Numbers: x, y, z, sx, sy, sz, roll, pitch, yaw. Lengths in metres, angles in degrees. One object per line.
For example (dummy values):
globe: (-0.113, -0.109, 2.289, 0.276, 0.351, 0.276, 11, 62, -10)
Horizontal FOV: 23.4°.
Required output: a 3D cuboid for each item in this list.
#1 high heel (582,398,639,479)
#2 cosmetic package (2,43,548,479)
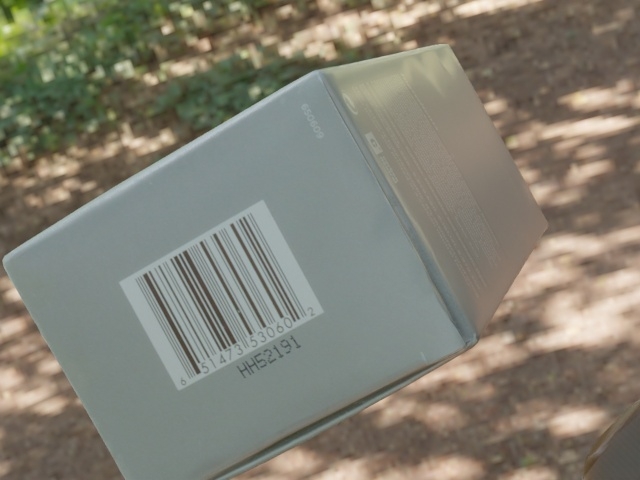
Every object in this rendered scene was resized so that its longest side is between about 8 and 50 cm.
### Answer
high heel: (0.258, 0.048, 0.560, 0.377, 0.181, 0.127, -27, 47, -5)
cosmetic package: (0.000, 0.000, 0.571, 0.127, 0.107, 0.238, -30, -2, 18)
